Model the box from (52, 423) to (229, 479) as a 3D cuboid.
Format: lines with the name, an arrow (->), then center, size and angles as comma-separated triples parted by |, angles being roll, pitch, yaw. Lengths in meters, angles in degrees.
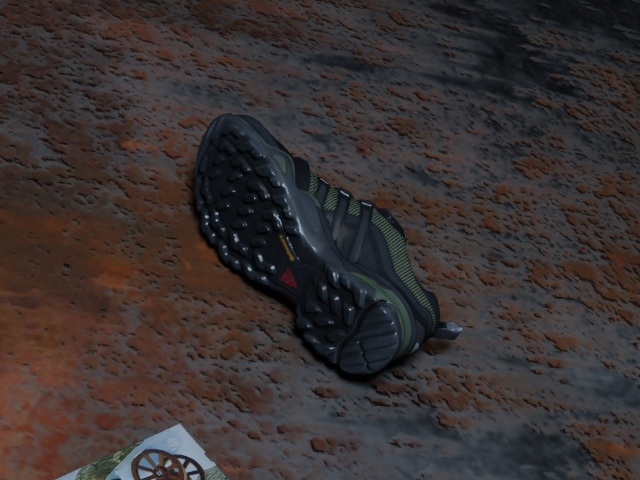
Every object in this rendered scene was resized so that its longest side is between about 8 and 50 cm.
box -> -0.118, 0.203, 0.871 | 0.233, 0.044, 0.159 | -21, 58, -44

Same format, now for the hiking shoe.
hiking shoe -> 0.000, 0.000, 1.160 | 0.114, 0.086, 0.227 | -6, 53, -53
